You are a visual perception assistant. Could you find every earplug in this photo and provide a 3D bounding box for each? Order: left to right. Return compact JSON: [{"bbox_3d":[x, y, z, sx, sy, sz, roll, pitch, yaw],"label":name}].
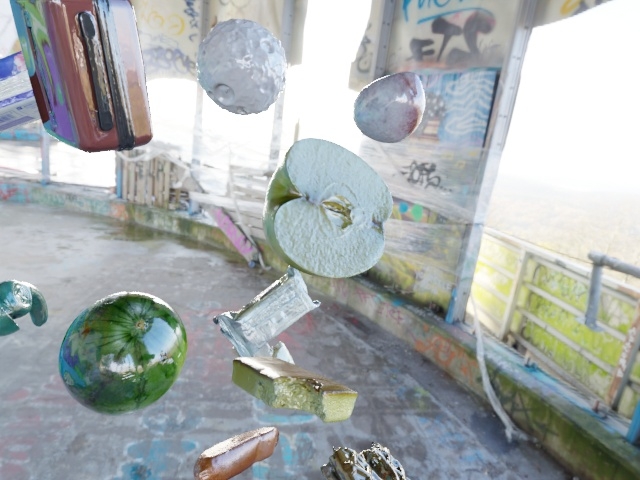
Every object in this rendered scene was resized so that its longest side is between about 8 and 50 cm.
[{"bbox_3d":[-1.023,0.236,1.298,0.257,0.164,0.280,-36,4,46],"label":"earplug"}]

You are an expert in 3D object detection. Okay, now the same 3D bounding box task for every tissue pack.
[{"bbox_3d":[-0.759,-0.380,1.024,0.270,0.137,0.209,-25,17,-8],"label":"tissue pack"}]

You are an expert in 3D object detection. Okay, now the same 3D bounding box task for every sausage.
[{"bbox_3d":[-0.252,0.660,1.259,0.094,0.097,0.348,11,1,32],"label":"sausage"}]

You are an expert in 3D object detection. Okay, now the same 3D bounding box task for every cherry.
[{"bbox_3d":[0.310,-0.611,1.872,0.327,0.291,0.335,2,-20,2],"label":"cherry"}]

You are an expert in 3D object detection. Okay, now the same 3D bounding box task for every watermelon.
[{"bbox_3d":[-0.391,0.223,0.819,0.243,0.242,0.242,7,14,-2],"label":"watermelon"}]

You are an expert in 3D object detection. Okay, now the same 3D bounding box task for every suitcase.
[{"bbox_3d":[-0.461,-0.332,0.798,0.236,0.296,0.161,23,33,34],"label":"suitcase"}]

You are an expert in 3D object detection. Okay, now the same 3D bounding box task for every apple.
[{"bbox_3d":[0.028,-0.074,1.129,0.360,0.320,0.311,19,26,-29],"label":"apple"}]

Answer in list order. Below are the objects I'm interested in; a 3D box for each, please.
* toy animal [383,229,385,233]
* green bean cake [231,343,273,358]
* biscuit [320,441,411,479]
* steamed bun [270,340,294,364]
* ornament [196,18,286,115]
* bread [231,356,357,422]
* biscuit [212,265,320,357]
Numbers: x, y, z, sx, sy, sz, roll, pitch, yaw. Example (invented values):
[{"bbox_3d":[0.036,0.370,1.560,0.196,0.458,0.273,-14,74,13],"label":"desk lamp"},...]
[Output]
[{"bbox_3d":[0.181,0.002,1.612,0.149,0.275,0.054,1,-14,6],"label":"toy animal"},{"bbox_3d":[-0.285,0.461,1.696,0.085,0.109,0.179,-47,13,-36],"label":"green bean cake"},{"bbox_3d":[0.166,0.716,1.171,0.268,0.115,0.366,44,7,36],"label":"biscuit"},{"bbox_3d":[-0.235,0.592,1.901,0.170,0.225,0.200,-9,53,-51],"label":"steamed bun"},{"bbox_3d":[-0.291,-0.628,1.505,0.337,0.336,0.337,7,14,-2],"label":"ornament"},{"bbox_3d":[-0.049,0.205,0.575,0.088,0.049,0.226,13,-11,-29],"label":"bread"},{"bbox_3d":[-0.156,0.222,1.266,0.309,0.186,0.079,-37,10,-19],"label":"biscuit"}]
